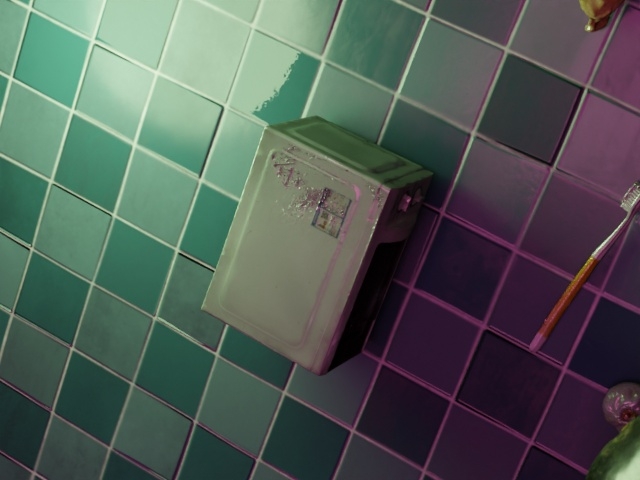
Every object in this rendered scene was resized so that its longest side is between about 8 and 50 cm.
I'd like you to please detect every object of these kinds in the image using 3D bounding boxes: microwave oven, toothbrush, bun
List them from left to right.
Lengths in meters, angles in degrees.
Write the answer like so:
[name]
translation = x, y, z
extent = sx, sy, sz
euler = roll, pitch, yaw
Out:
[microwave oven]
translation = 0.000, 0.000, 2.026
extent = 0.237, 0.181, 0.295
euler = 28, 112, 20
[toothbrush]
translation = 0.361, 0.039, 1.949
extent = 0.024, 0.021, 0.288
euler = 42, 116, 24
[bun]
translation = 0.424, 0.232, 1.947
extent = 0.083, 0.045, 0.083
euler = 9, 110, 25

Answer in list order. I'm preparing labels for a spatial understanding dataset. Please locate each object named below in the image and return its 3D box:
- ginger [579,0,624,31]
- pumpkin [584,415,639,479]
[ginger]
translation = 0.368, -0.389, 1.792
extent = 0.219, 0.123, 0.270
euler = 28, 112, 15
[pumpkin]
translation = 0.535, 0.391, 1.762
extent = 0.454, 0.344, 0.454
euler = 1, 99, 7
